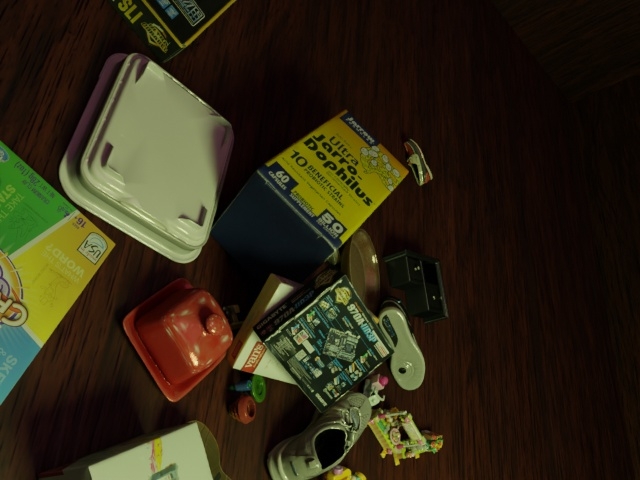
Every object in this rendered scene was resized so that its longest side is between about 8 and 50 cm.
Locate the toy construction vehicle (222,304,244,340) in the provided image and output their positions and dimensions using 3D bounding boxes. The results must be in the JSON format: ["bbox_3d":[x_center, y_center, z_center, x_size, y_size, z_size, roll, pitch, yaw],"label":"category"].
[{"bbox_3d":[-0.127,0.160,1.167,0.086,0.035,0.098,2,71,-50],"label":"toy construction vehicle"}]

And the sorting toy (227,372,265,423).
[{"bbox_3d":[-0.132,0.268,1.111,0.102,0.042,0.061,-65,139,-58],"label":"sorting toy"}]

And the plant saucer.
[{"bbox_3d":[0.085,0.073,1.436,0.198,0.036,0.198,-7,90,-69],"label":"plant saucer"}]

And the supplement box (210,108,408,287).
[{"bbox_3d":[-0.011,-0.078,1.261,0.194,0.195,0.356,45,39,0],"label":"supplement box"}]

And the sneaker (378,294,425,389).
[{"bbox_3d":[0.191,0.225,1.493,0.121,0.079,0.217,-72,147,-67],"label":"sneaker"}]

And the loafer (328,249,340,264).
[{"bbox_3d":[0.000,0.000,1.405,0.039,0.045,0.125,-21,82,-37],"label":"loafer"}]

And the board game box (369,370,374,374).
[{"bbox_3d":[0.030,0.216,1.323,0.141,0.048,0.170,-16,86,-52],"label":"board game box"}]

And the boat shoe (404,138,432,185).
[{"bbox_3d":[0.271,-0.224,1.846,0.043,0.049,0.137,-30,99,-13],"label":"boat shoe"}]

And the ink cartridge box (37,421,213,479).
[{"bbox_3d":[-0.248,0.333,0.853,0.176,0.128,0.127,-7,77,-53],"label":"ink cartridge box"}]

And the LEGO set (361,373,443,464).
[{"bbox_3d":[0.199,0.408,1.384,0.287,0.107,0.132,44,43,-28],"label":"LEGO set"}]

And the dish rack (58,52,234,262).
[{"bbox_3d":[-0.271,-0.156,1.122,0.285,0.072,0.333,37,48,-35],"label":"dish rack"}]

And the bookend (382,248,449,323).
[{"bbox_3d":[0.238,0.116,1.609,0.157,0.072,0.156,17,60,-45],"label":"bookend"}]

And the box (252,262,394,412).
[{"bbox_3d":[0.011,0.173,1.117,0.175,0.051,0.220,-39,126,-7],"label":"box"}]

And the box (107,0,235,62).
[{"bbox_3d":[-0.330,-0.535,1.234,0.322,0.079,0.257,50,42,-22],"label":"box"}]

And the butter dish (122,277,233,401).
[{"bbox_3d":[-0.199,0.143,1.018,0.160,0.118,0.160,61,38,-8],"label":"butter dish"}]

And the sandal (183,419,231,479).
[{"bbox_3d":[-0.183,0.357,0.995,0.072,0.049,0.180,-47,124,-45],"label":"sandal"}]

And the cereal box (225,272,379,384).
[{"bbox_3d":[-0.028,0.173,1.158,0.240,0.173,0.047,23,11,-36],"label":"cereal box"}]

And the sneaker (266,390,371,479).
[{"bbox_3d":[0.030,0.365,1.190,0.281,0.115,0.105,-29,95,-53],"label":"sneaker"}]

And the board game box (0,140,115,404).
[{"bbox_3d":[-0.439,0.042,0.817,0.242,0.064,0.316,47,41,-25],"label":"board game box"}]

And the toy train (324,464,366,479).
[{"bbox_3d":[0.023,0.475,1.191,0.166,0.046,0.125,34,73,-49],"label":"toy train"}]
